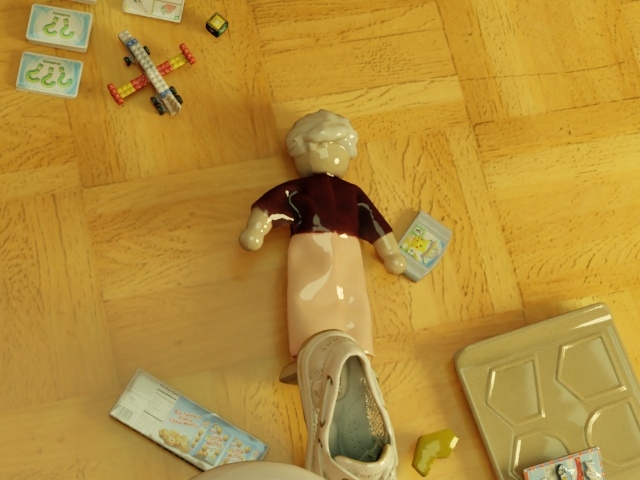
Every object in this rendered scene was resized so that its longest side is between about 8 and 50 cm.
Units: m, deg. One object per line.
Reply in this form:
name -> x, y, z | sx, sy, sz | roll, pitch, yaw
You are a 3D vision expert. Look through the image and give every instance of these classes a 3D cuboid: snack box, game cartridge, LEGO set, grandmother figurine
snack box -> -0.149, 0.218, 1.439 | 0.178, 0.022, 0.064 | 31, 70, 2
game cartridge -> 0.125, 0.009, 1.552 | 0.056, 0.017, 0.083 | 36, 71, 0
LEGO set -> -0.242, -0.255, 1.560 | 0.244, 0.060, 0.182 | 10, 75, -6
grandmother figurine -> 0.000, 0.000, 1.498 | 0.208, 0.104, 0.342 | 13, 66, -31

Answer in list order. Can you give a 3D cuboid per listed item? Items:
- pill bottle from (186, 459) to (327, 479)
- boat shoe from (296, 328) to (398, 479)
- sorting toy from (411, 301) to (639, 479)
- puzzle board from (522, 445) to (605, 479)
pill bottle -> -0.077, 0.348, 1.204 | 0.229, 0.407, 0.229 | 2, 72, -7
boat shoe -> 0.037, 0.238, 1.374 | 0.098, 0.096, 0.277 | -18, 104, -19
sorting toy -> 0.244, 0.223, 1.493 | 0.307, 0.041, 0.229 | -17, 80, -13
puzzle board -> 0.291, 0.312, 1.456 | 0.096, 0.011, 0.128 | -15, 98, -14
